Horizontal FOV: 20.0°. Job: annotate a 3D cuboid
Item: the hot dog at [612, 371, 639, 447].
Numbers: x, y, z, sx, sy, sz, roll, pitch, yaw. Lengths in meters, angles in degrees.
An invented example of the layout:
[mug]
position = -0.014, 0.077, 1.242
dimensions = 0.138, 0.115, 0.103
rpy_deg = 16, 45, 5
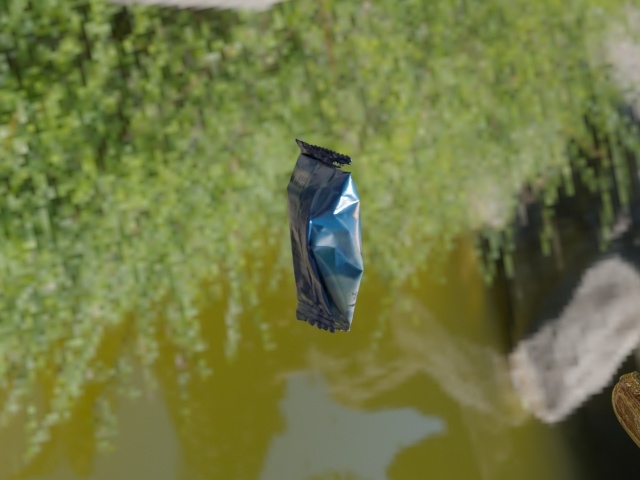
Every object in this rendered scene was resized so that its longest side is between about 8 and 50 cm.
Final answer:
[hot dog]
position = 0.371, 0.213, 1.753
dimensions = 0.249, 0.100, 0.068
rpy_deg = 50, -47, 43

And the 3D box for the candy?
[candy]
position = 0.000, 0.000, 1.295
dimensions = 0.038, 0.088, 0.136
rpy_deg = -6, 103, -28
